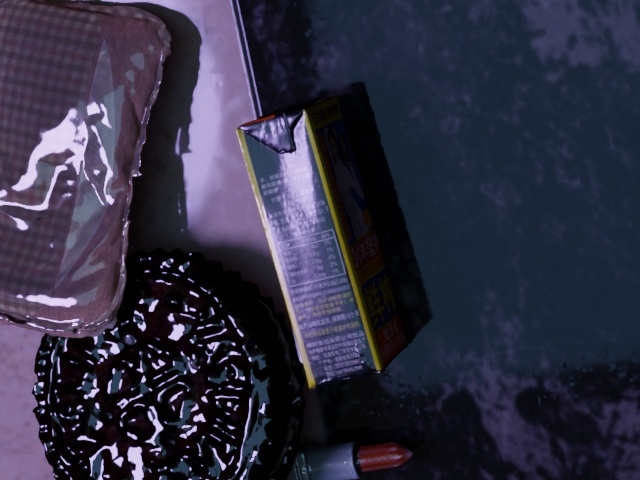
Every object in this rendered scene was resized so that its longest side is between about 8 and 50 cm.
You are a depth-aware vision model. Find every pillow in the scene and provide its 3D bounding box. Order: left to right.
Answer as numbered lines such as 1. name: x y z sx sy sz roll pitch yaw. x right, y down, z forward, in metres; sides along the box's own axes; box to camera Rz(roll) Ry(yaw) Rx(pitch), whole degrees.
1. pillow: -0.167 -0.047 1.171 0.135 0.034 0.211 10 91 18

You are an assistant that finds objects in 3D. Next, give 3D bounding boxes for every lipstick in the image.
1. lipstick: -0.002 0.143 1.184 0.129 0.030 0.030 -9 98 19

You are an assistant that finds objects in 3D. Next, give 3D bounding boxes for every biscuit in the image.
1. biscuit: -0.096 0.100 1.174 0.194 0.053 0.194 -2 86 26

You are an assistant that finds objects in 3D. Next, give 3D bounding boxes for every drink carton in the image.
1. drink carton: 0.000 0.000 1.133 0.056 0.071 0.165 -15 96 16
